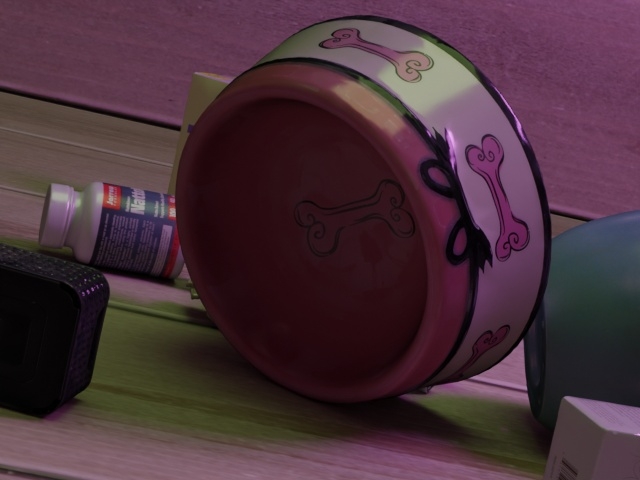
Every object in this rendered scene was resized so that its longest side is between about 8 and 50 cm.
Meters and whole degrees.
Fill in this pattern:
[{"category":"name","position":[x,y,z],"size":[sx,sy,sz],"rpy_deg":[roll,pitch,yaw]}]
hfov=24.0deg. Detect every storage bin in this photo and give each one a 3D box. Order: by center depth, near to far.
[{"category":"storage bin","position":[-0.291,0.071,1.335],"size":[0.180,0.122,0.084],"rpy_deg":[15,10,8]}]

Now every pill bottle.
[{"category":"pill bottle","position":[-0.260,-0.017,1.910],"size":[0.180,0.108,0.108],"rpy_deg":[10,10,-16]}]

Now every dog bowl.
[{"category":"dog bowl","position":[0.022,-0.015,1.532],"size":[0.408,0.408,0.150],"rpy_deg":[20,30,33]}]

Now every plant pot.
[{"category":"plant pot","position":[0.341,0.099,1.600],"size":[0.235,0.293,0.293],"rpy_deg":[0,10,0]}]

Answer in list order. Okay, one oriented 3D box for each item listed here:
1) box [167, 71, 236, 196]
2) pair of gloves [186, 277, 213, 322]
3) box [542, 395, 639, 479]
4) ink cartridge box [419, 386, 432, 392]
[{"category":"box","position":[-0.099,-0.103,2.210],"size":[0.214,0.243,0.117],"rpy_deg":[20,12,36]},{"category":"pair of gloves","position":[-0.065,0.073,1.846],"size":[0.204,0.042,0.240],"rpy_deg":[18,16,-6]},{"category":"box","position":[0.280,0.215,1.266],"size":[0.171,0.130,0.091],"rpy_deg":[11,9,-16]},{"category":"ink cartridge box","position":[0.096,0.110,1.665],"size":[0.063,0.115,0.029],"rpy_deg":[20,44,33]}]
